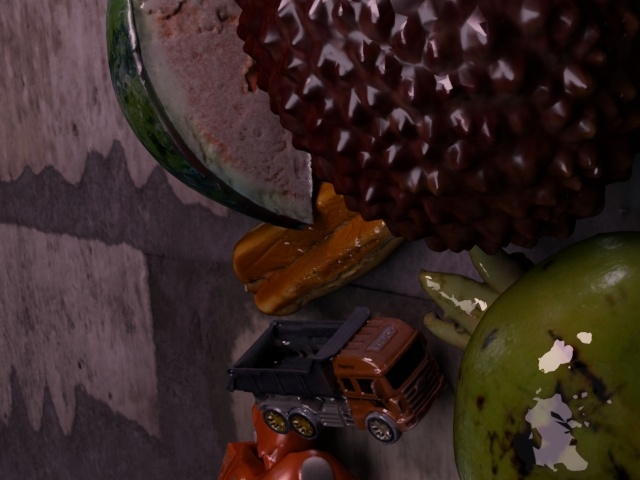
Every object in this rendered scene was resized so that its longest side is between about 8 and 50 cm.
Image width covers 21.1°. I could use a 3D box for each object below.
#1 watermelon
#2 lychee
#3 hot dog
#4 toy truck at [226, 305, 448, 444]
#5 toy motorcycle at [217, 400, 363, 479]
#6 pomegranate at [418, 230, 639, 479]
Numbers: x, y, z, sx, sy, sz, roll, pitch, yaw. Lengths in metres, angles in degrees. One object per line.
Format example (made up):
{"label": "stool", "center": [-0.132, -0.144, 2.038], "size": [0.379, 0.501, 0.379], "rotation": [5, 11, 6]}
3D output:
{"label": "watermelon", "center": [-0.094, -0.150, 1.497], "size": [0.180, 0.224, 0.305], "rotation": [-9, 83, 12]}
{"label": "lychee", "center": [0.095, -0.154, 1.192], "size": [0.306, 0.306, 0.330], "rotation": [1, 104, 47]}
{"label": "hot dog", "center": [0.000, 0.000, 1.523], "size": [0.236, 0.062, 0.092], "rotation": [-29, 90, 43]}
{"label": "toy truck", "center": [0.010, 0.116, 1.503], "size": [0.192, 0.083, 0.092], "rotation": [-1, 123, 41]}
{"label": "toy motorcycle", "center": [-0.046, 0.295, 1.620], "size": [0.221, 0.148, 0.325], "rotation": [-123, 42, -51]}
{"label": "pomegranate", "center": [0.196, 0.106, 1.219], "size": [0.341, 0.260, 0.260], "rotation": [35, 125, 40]}
